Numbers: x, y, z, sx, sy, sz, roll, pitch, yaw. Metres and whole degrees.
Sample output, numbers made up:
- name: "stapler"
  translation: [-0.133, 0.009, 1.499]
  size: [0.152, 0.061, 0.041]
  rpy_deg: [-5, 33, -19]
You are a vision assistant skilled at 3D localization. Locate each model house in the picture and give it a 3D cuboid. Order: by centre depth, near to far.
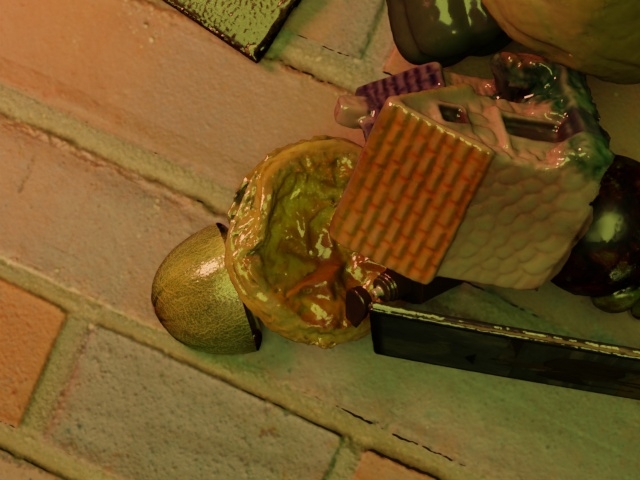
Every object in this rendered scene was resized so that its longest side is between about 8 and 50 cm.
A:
- name: "model house"
  translation: [0.140, -0.099, 1.448]
  size: [0.237, 0.202, 0.237]
  rpy_deg: [7, 46, -18]

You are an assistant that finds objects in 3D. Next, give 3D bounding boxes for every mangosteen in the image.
- name: "mangosteen"
  translation: [0.323, -0.007, 1.526]
  size: [0.184, 0.172, 0.172]
  rpy_deg: [29, 91, 5]

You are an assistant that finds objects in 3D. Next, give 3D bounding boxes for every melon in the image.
- name: "melon"
  translation: [-0.138, 0.066, 1.609]
  size: [0.128, 0.079, 0.160]
  rpy_deg: [-19, 87, 4]

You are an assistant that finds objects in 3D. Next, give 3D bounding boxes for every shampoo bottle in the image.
- name: "shampoo bottle"
  translation: [0.127, 0.026, 1.533]
  size: [0.236, 0.067, 0.068]
  rpy_deg: [-23, 124, -31]

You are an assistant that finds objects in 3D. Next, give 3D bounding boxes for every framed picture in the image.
- name: "framed picture"
  translation: [0.222, 0.125, 1.481]
  size: [0.347, 0.265, 0.016]
  rpy_deg: [10, 77, 5]

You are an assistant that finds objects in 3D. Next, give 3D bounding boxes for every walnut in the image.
- name: "walnut"
  translation: [0.284, -0.307, 1.367]
  size: [0.276, 0.282, 0.253]
  rpy_deg: [9, 130, -28]

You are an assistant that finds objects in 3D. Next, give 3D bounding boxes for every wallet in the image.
- name: "wallet"
  translation: [-0.138, -0.329, 1.643]
  size: [0.243, 0.039, 0.133]
  rpy_deg: [33, 95, 4]

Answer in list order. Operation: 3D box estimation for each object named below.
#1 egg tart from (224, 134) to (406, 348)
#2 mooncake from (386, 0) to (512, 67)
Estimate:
- name: "egg tart"
  translation: [0.000, 0.000, 1.572]
  size: [0.241, 0.106, 0.241]
  rpy_deg: [0, 91, -16]
- name: "mooncake"
  translation: [0.159, -0.255, 1.545]
  size: [0.168, 0.175, 0.104]
  rpy_deg: [-21, 83, 42]
